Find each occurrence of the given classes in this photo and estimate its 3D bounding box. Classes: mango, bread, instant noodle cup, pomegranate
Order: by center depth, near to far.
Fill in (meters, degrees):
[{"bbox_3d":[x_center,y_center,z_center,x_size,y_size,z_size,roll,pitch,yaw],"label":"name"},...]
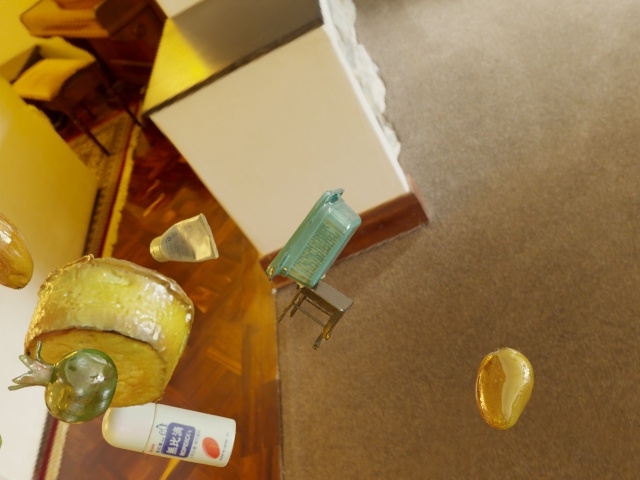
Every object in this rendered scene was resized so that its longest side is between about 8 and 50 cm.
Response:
[{"bbox_3d":[0.261,0.210,0.858,0.080,0.060,0.114,5,75,16],"label":"mango"},{"bbox_3d":[0.000,0.000,0.919,0.157,0.070,0.179,-55,-5,12],"label":"instant noodle cup"},{"bbox_3d":[-0.529,0.005,0.983,0.105,0.159,0.084,-27,34,27],"label":"mango"},{"bbox_3d":[-0.499,0.275,1.183,0.131,0.191,0.152,-110,41,-61],"label":"pomegranate"},{"bbox_3d":[-0.491,0.213,1.410,0.398,0.398,0.215,-19,41,19],"label":"bread"}]

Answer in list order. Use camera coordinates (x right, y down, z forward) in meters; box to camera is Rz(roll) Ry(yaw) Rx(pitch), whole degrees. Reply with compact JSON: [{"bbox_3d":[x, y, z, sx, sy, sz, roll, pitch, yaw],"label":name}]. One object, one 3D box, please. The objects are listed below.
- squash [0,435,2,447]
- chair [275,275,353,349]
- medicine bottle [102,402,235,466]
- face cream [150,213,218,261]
[{"bbox_3d":[-0.799,0.466,1.350,0.123,0.187,0.123,-4,81,26],"label":"squash"},{"bbox_3d":[0.017,0.147,1.847,0.186,0.160,0.319,33,102,12],"label":"chair"},{"bbox_3d":[-0.408,0.512,1.620,0.130,0.341,0.130,-163,90,-75],"label":"medicine bottle"},{"bbox_3d":[-0.343,0.006,1.538,0.224,0.114,0.070,-14,8,41],"label":"face cream"}]
